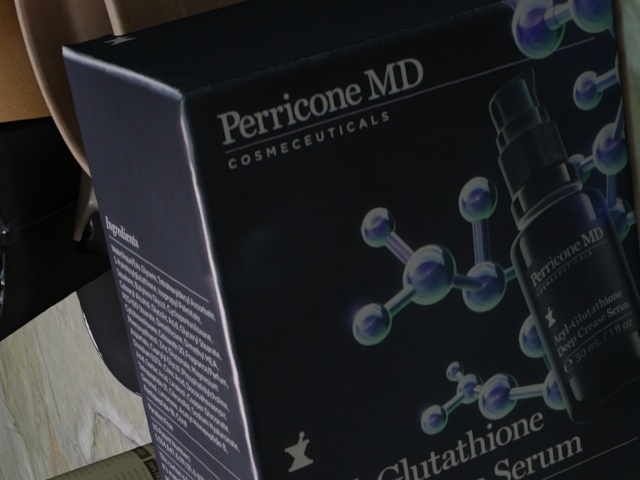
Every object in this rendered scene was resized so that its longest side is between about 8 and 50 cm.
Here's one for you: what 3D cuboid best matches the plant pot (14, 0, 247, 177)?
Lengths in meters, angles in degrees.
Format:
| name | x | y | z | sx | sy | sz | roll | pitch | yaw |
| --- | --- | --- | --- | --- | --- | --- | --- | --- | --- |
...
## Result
| name | x | y | z | sx | sy | sz | roll | pitch | yaw |
| --- | --- | --- | --- | --- | --- | --- | --- | --- | --- |
| plant pot | -0.101 | -0.194 | 1.213 | 0.263 | 0.229 | 0.263 | 49 | 149 | 44 |

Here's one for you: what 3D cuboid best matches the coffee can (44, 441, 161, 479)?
| name | x | y | z | sx | sy | sz | roll | pitch | yaw |
| --- | --- | --- | --- | --- | --- | --- | --- | --- | --- |
| coffee can | -0.132 | 0.288 | 1.463 | 0.201 | 0.275 | 0.202 | 52 | 152 | 44 |

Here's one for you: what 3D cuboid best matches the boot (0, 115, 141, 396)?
| name | x | y | z | sx | sy | sz | roll | pitch | yaw |
| --- | --- | --- | --- | --- | --- | --- | --- | --- | --- |
| boot | -0.266 | 0.044 | 1.597 | 0.445 | 0.146 | 0.367 | -42 | -64 | -77 |

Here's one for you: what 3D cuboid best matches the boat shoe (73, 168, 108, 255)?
| name | x | y | z | sx | sy | sz | roll | pitch | yaw |
| --- | --- | --- | --- | --- | --- | --- | --- | --- | --- |
| boat shoe | -0.154 | -0.122 | 1.549 | 0.127 | 0.158 | 0.341 | 128 | 150 | -56 |

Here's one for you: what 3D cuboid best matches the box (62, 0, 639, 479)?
| name | x | y | z | sx | sy | sz | roll | pitch | yaw |
| --- | --- | --- | --- | --- | --- | --- | --- | --- | --- |
| box | 0.037 | 0.036 | 0.997 | 0.212 | 0.293 | 0.396 | 25 | 131 | 59 |

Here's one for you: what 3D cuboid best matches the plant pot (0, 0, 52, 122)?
| name | x | y | z | sx | sy | sz | roll | pitch | yaw |
| --- | --- | --- | --- | --- | --- | --- | --- | --- | --- |
| plant pot | -0.409 | -0.196 | 1.960 | 0.237 | 0.237 | 0.254 | 19 | 138 | 62 |
